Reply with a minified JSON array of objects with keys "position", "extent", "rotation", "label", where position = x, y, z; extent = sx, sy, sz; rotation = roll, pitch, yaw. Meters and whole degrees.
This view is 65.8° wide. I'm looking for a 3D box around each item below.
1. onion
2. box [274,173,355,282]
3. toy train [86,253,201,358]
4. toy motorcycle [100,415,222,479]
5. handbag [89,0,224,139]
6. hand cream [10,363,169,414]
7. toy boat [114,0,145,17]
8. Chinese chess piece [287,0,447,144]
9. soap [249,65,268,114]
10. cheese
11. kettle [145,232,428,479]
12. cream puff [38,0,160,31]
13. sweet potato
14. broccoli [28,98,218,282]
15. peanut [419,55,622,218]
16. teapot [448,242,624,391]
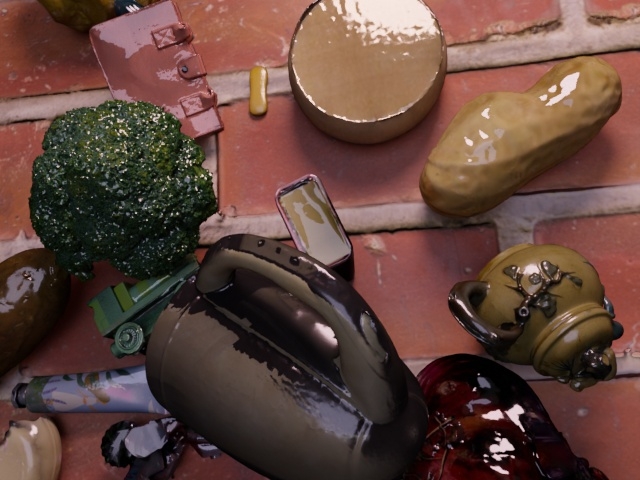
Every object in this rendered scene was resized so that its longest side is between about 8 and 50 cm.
[{"position":[0.205,0.274,0.611],"extent":[0.280,0.221,0.281],"rotation":[5,47,-5],"label":"onion"},{"position":[0.000,0.000,0.679],"extent":[0.069,0.224,0.120],"rotation":[-25,79,-2],"label":"box"},{"position":[-0.255,0.094,0.777],"extent":[0.200,0.083,0.132],"rotation":[-36,69,-4],"label":"toy train"},{"position":[-0.220,0.312,0.733],"extent":[0.213,0.082,0.123],"rotation":[-17,80,3],"label":"toy motorcycle"},{"position":[-0.261,-0.262,0.806],"extent":[0.157,0.059,0.213],"rotation":[-19,104,3],"label":"handbag"},{"position":[-0.358,0.238,0.789],"extent":[0.255,0.055,0.088],"rotation":[-4,84,1],"label":"hand cream"},{"position":[-0.292,-0.352,0.843],"extent":[0.055,0.060,0.141],"rotation":[-45,120,-1],"label":"toy boat"},{"position":[0.072,-0.277,0.777],"extent":[0.249,0.103,0.250],"rotation":[-1,81,8],"label":"Chinese chess piece"},{"position":[-0.106,-0.256,0.846],"extent":[0.034,0.012,0.089],"rotation":[-1,81,8],"label":"soap"},{"position":[-0.480,0.404,0.764],"extent":[0.163,0.071,0.249],"rotation":[-9,79,8],"label":"cheese"},{"position":[-0.027,0.139,0.576],"extent":[0.324,0.228,0.321],"rotation":[19,128,36],"label":"kettle"},{"position":[-0.402,-0.504,0.847],"extent":[0.281,0.185,0.282],"rotation":[-1,83,11],"label":"cream puff"},{"position":[-0.530,0.173,0.787],"extent":[0.130,0.130,0.423],"rotation":[38,94,13],"label":"sweet potato"},{"position":[-0.286,-0.072,0.731],"extent":[0.261,0.241,0.269],"rotation":[-21,82,-4],"label":"broccoli"},{"position":[0.278,-0.154,0.707],"extent":[0.318,0.147,0.148],"rotation":[-34,77,5],"label":"peanut"},{"position":[0.282,0.103,0.624],"extent":[0.183,0.269,0.173],"rotation":[56,133,46],"label":"teapot"}]
